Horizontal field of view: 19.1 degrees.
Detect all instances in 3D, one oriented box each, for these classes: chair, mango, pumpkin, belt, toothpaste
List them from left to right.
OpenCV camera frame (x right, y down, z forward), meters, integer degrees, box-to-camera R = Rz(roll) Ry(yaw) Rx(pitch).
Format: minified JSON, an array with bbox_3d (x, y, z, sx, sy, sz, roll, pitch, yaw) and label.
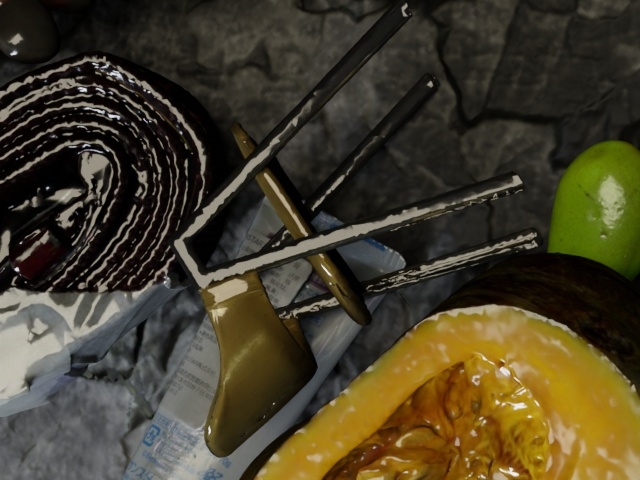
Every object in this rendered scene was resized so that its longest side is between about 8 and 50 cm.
[{"bbox_3d":[-0.193,0.000,1.296,0.289,0.164,0.184,-39,91,4],"label":"belt"},{"bbox_3d":[-0.062,0.114,1.281,0.114,0.073,0.299,30,87,23],"label":"toothpaste"},{"bbox_3d":[0.000,0.000,1.189,0.247,0.159,0.172,-31,74,2],"label":"chair"},{"bbox_3d":[0.096,0.161,1.155,0.317,0.139,0.222,-41,85,11],"label":"pumpkin"},{"bbox_3d":[0.178,-0.010,1.200,0.073,0.056,0.108,30,107,26],"label":"mango"}]

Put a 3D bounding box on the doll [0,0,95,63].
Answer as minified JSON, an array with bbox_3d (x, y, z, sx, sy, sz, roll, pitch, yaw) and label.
[{"bbox_3d":[-0.252,-0.222,1.298,0.330,0.174,0.235,-8,87,-9],"label":"doll"}]
